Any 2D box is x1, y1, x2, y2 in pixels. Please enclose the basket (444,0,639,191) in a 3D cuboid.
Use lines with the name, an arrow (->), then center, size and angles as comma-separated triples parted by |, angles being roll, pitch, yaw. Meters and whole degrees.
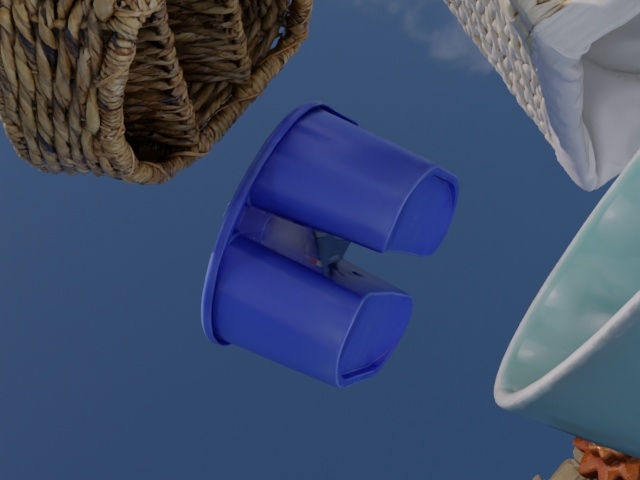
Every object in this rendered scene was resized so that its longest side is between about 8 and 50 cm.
basket -> 0.280, -0.268, 1.034 | 0.328, 0.331, 0.266 | -35, -114, 4

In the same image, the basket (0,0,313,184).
basket -> -0.124, -0.160, 0.931 | 0.223, 0.299, 0.213 | 5, -110, 1

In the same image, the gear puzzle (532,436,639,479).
gear puzzle -> 0.198, 0.186, 0.814 | 0.044, 0.175, 0.339 | 34, -84, -31

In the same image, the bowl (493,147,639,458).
bowl -> 0.228, -0.008, 0.493 | 0.163, 0.311, 0.311 | 38, -116, 4

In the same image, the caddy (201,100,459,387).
caddy -> 0.000, 0.000, 1.129 | 0.179, 0.341, 0.241 | 23, -86, 14
